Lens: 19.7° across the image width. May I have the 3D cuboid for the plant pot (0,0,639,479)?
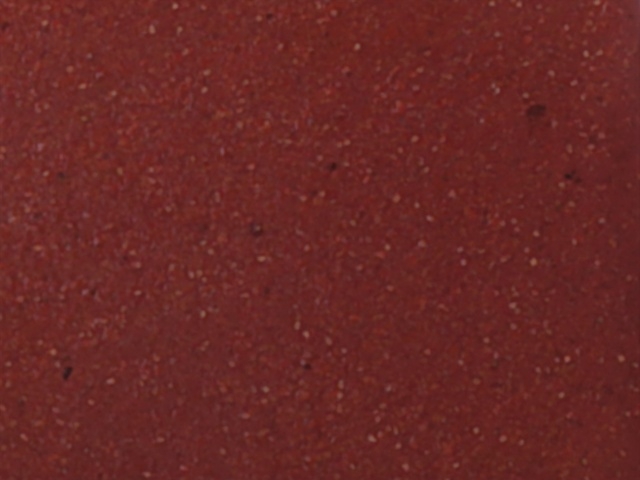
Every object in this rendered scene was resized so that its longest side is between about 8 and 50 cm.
[{"bbox_3d":[-0.041,0.015,0.440,0.267,0.267,0.235,-16,79,-3],"label":"plant pot"}]
